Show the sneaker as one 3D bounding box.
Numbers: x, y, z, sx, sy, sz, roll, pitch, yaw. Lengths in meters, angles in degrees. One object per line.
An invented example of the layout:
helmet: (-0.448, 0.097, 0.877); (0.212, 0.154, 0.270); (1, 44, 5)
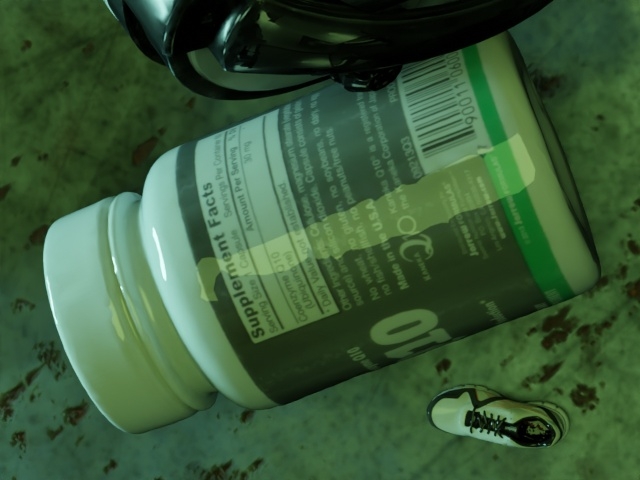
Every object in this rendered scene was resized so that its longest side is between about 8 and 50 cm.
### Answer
sneaker: (0.133, 0.135, 1.323); (0.109, 0.044, 0.040); (5, 99, 12)

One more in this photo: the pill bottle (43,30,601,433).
pill bottle: (0.000, 0.000, 1.252); (0.361, 0.204, 0.204); (-21, 92, 12)

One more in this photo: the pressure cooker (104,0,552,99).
pressure cooker: (-0.011, -0.292, 1.109); (0.370, 0.375, 0.420); (-36, 73, 9)
